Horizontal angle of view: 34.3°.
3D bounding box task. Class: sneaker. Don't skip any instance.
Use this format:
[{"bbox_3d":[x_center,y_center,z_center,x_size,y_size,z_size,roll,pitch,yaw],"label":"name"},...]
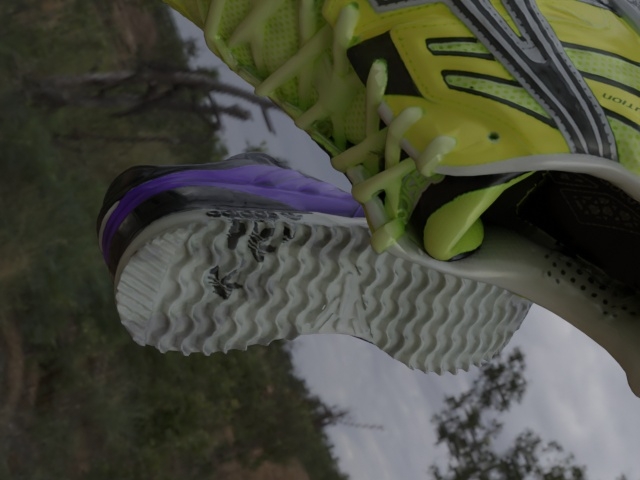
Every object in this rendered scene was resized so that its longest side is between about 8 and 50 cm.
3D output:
[{"bbox_3d":[0.042,-0.080,0.436,0.385,0.147,0.145,31,-44,6],"label":"sneaker"},{"bbox_3d":[0.000,-0.001,0.645,0.146,0.293,0.102,48,-57,52],"label":"sneaker"}]
